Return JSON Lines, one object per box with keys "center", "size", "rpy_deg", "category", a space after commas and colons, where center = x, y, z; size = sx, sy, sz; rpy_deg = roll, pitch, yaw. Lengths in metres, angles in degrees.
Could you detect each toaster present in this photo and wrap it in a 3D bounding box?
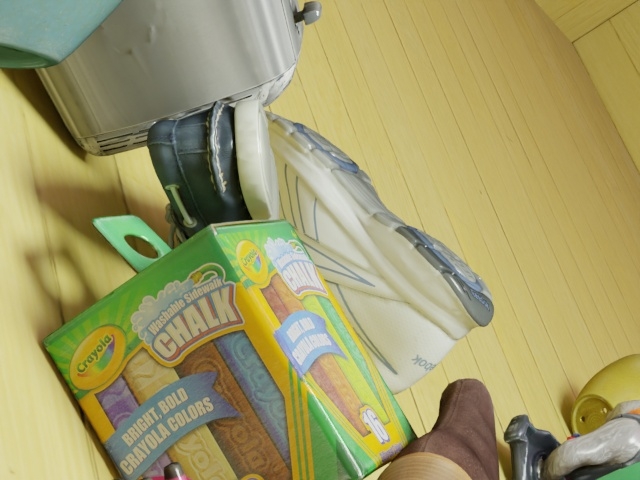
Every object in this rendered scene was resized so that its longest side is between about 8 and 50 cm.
{"center": [-0.117, -0.153, 1.069], "size": [0.129, 0.227, 0.146], "rpy_deg": [-84, 155, -62], "category": "toaster"}

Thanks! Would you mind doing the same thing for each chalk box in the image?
{"center": [-0.061, 0.069, 0.932], "size": [0.213, 0.132, 0.132], "rpy_deg": [59, 18, 6], "category": "chalk box"}

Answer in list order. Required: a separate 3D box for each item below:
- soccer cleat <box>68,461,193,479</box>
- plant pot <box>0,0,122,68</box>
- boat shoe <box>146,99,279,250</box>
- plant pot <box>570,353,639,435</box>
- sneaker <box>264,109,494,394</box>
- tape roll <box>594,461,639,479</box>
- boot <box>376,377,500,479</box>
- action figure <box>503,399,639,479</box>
{"center": [-0.125, 0.195, 0.638], "size": [0.331, 0.116, 0.143], "rpy_deg": [-29, 105, -71], "category": "soccer cleat"}
{"center": [-0.201, -0.203, 0.873], "size": [0.290, 0.290, 0.195], "rpy_deg": [8, 87, -66], "category": "plant pot"}
{"center": [-0.069, -0.022, 1.064], "size": [0.254, 0.079, 0.095], "rpy_deg": [85, 3, -76], "category": "boat shoe"}
{"center": [0.338, 0.200, 1.768], "size": [0.095, 0.134, 0.134], "rpy_deg": [-5, 61, -42], "category": "plant pot"}
{"center": [0.000, 0.000, 1.247], "size": [0.297, 0.129, 0.111], "rpy_deg": [46, 13, 31], "category": "sneaker"}
{"center": [0.246, 0.255, 1.103], "size": [0.321, 0.321, 0.077], "rpy_deg": [36, 28, -48], "category": "tape roll"}
{"center": [0.087, 0.224, 0.902], "size": [0.207, 0.090, 0.248], "rpy_deg": [-45, 128, -67], "category": "boot"}
{"center": [0.332, 0.299, 1.497], "size": [0.341, 0.178, 0.330], "rpy_deg": [40, 34, -36], "category": "action figure"}
